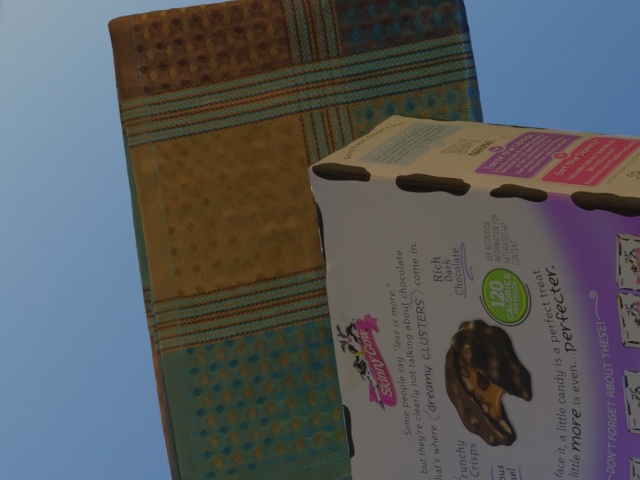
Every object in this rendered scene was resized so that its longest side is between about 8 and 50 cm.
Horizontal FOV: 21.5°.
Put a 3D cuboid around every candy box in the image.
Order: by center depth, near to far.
[{"bbox_3d":[0.102,0.043,0.669,0.196,0.165,0.070,8,-152,33],"label":"candy box"}]

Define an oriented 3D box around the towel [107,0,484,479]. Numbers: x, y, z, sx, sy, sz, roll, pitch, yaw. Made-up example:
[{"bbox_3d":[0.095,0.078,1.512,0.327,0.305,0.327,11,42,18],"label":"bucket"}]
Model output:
[{"bbox_3d":[0.000,0.000,1.240,0.271,0.370,0.040,-9,180,-2],"label":"towel"}]
